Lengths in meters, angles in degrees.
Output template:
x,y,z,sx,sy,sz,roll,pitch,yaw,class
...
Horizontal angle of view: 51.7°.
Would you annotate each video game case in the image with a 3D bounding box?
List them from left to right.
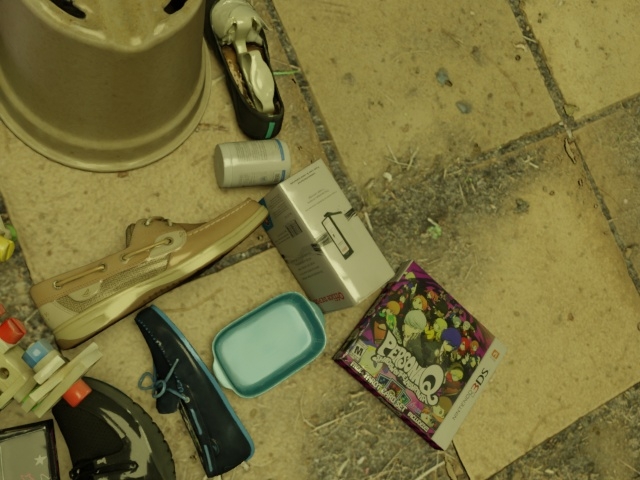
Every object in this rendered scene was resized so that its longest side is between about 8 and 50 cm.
x,y,z,sx,sy,sz,roll,pitch,yaw,class
0.167,0.184,1.074,0.232,0.042,0.210,43,68,-7,video game case

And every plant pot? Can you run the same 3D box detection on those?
x,y,z,sx,sy,sz,roll,pitch,yaw,class
-0.282,-0.290,0.861,0.333,0.305,0.334,4,79,-19,plant pot

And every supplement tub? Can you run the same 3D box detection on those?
x,y,z,sx,sy,sz,roll,pitch,yaw,class
-0.105,-0.119,1.019,0.107,0.071,0.071,-6,82,-21,supplement tub

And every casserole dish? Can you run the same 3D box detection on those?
x,y,z,sx,sy,sz,roll,pitch,yaw,class
-0.079,0.156,0.994,0.188,0.037,0.114,-30,91,-23,casserole dish

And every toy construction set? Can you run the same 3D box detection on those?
x,y,z,sx,sy,sz,roll,pitch,yaw,class
-0.402,0.092,0.808,0.215,0.151,0.328,-44,78,3,toy construction set

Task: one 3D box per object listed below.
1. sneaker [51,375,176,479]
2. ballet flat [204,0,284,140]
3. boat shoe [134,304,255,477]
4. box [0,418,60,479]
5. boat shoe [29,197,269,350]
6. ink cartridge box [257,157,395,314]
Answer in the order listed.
x,y,z,sx,sy,sz,roll,pitch,yaw,class
-0.251,0.332,0.829,0.139,0.125,0.341,-31,90,-51,sneaker
-0.114,-0.297,1.035,0.095,0.096,0.281,-20,87,-22,ballet flat
-0.187,0.212,0.908,0.089,0.109,0.258,-33,90,-19,boat shoe
-0.392,0.356,0.787,0.163,0.142,0.248,-7,81,-20,box
-0.229,0.018,0.920,0.341,0.121,0.110,-32,90,-20,boat shoe
0.000,0.000,0.992,0.085,0.148,0.203,-34,93,-24,ink cartridge box
